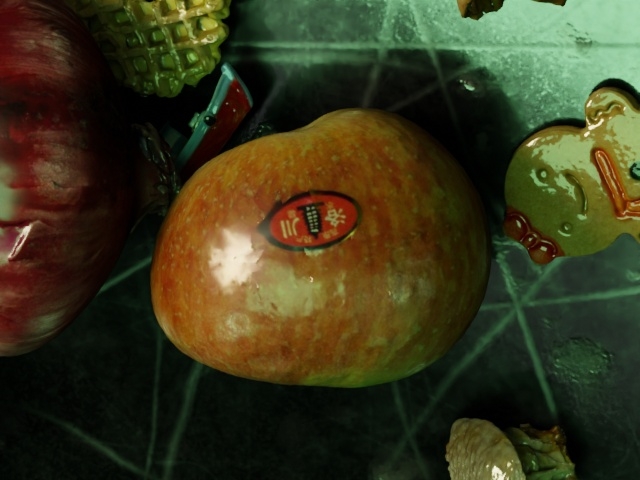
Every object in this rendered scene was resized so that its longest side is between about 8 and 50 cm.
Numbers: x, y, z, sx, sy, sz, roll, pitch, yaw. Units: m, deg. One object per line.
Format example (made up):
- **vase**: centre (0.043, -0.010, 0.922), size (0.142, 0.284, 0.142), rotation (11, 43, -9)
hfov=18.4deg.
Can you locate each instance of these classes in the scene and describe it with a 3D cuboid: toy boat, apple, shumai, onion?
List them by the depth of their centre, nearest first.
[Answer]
- **apple**: centre (0.000, 0.000, 1.814), size (0.309, 0.277, 0.250), rotation (0, 101, -17)
- **onion**: centre (-0.257, -0.065, 1.833), size (0.285, 0.347, 0.348), rotation (2, 115, -20)
- **toy boat**: centre (-0.123, -0.102, 1.915), size (0.059, 0.069, 0.173), rotation (36, 122, -6)
- **shumai**: centre (0.195, 0.237, 1.940), size (0.116, 0.145, 0.146), rotation (-3, 114, -23)

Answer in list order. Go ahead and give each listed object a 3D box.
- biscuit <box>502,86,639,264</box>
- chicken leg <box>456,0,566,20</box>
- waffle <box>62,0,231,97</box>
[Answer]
- **biscuit**: centre (0.268, -0.058, 1.843), size (0.225, 0.036, 0.166), rotation (-17, 106, 21)
- **chicken leg**: centre (0.158, -0.332, 1.716), size (0.409, 0.182, 0.295), rotation (37, 131, 7)
- **waffle**: centre (-0.177, -0.218, 1.898), size (0.194, 0.051, 0.149), rotation (20, 114, 13)
